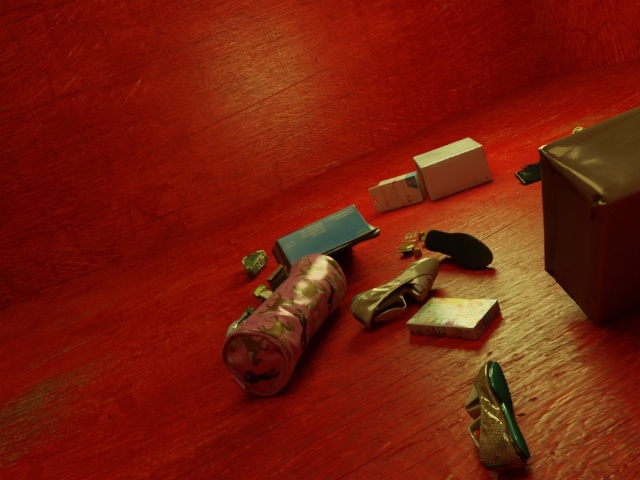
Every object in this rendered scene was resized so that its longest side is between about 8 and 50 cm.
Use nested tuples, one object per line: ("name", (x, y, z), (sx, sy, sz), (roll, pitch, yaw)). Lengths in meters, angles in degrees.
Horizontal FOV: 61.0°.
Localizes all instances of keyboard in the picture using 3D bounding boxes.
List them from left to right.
("keyboard", (0.724, -0.226, 1.740), (0.192, 0.038, 0.100), (-20, 39, 3))

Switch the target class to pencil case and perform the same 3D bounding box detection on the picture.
("pencil case", (-0.069, 0.171, 1.204), (0.160, 0.167, 0.386), (5, 23, 19))

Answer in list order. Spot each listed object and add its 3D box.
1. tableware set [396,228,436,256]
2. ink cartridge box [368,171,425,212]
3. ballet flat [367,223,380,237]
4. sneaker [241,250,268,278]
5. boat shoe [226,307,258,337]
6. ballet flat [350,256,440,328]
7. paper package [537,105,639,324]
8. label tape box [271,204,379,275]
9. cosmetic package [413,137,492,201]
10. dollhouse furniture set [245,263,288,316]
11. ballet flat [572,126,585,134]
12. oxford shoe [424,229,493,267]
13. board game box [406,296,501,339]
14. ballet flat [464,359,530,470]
("tableware set", (0.281, 0.008, 1.543), (0.104, 0.024, 0.154), (-10, 18, 26))
("ink cartridge box", (0.279, -0.175, 1.995), (0.181, 0.104, 0.061), (-14, 17, 24))
("ballet flat", (0.103, -0.038, 1.838), (0.213, 0.068, 0.072), (-6, 21, 42))
("sneaker", (-0.224, 0.074, 1.899), (0.086, 0.064, 0.192), (-27, 13, -3))
("boat shoe", (-0.167, 0.216, 1.354), (0.083, 0.065, 0.183), (-13, 18, 19))
("ballet flat", (0.185, 0.121, 1.213), (0.248, 0.086, 0.086), (-28, 17, -16))
("paper package", (0.536, -0.056, 0.864), (0.325, 0.309, 0.168), (-23, 42, 1))
("label tape box", (0.000, 0.000, 1.576), (0.249, 0.115, 0.347), (-25, -6, -12))
("cosmetic package", (0.474, -0.263, 1.976), (0.224, 0.138, 0.224), (-20, 17, 8))
("dollhouse furniture set", (-0.113, 0.136, 1.342), (0.058, 0.076, 0.151), (23, 60, 35))
("ballet flat", (0.863, -0.324, 1.776), (0.077, 0.077, 0.231), (-15, 17, 20))
("oxford shoe", (0.353, 0.019, 1.333), (0.076, 0.076, 0.212), (14, 8, -31))
("board game box", (0.262, 0.151, 1.075), (0.154, 0.026, 0.103), (-4, 23, 46))
("ballet flat", (0.234, 0.238, 0.756), (0.067, 0.073, 0.206), (-32, 8, 18))
